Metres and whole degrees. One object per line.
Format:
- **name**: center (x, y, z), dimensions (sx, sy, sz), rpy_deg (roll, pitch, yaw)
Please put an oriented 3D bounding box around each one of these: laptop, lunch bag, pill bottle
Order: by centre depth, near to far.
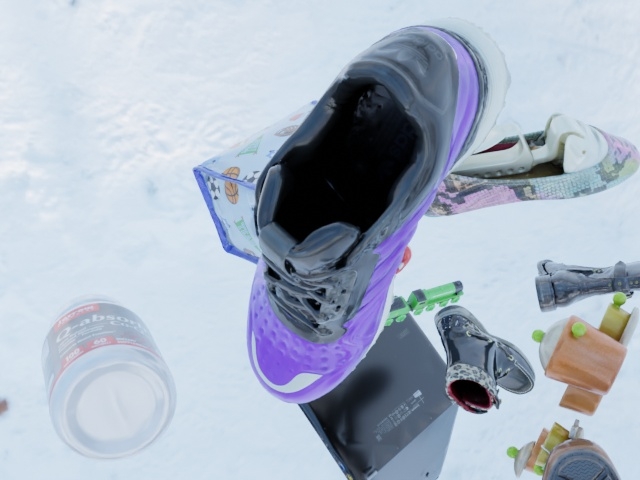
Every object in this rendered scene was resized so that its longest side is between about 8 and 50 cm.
- **lunch bag**: center (0.019, -0.084, 1.504), dimensions (0.386, 0.328, 0.238), rpy_deg (16, 135, 48)
- **pill bottle**: center (-0.401, 0.233, 1.521), dimensions (0.210, 0.363, 0.210), rpy_deg (-6, 106, -21)
- **laptop**: center (0.105, 0.401, 1.753), dimensions (0.407, 0.382, 0.236), rpy_deg (55, 137, 6)

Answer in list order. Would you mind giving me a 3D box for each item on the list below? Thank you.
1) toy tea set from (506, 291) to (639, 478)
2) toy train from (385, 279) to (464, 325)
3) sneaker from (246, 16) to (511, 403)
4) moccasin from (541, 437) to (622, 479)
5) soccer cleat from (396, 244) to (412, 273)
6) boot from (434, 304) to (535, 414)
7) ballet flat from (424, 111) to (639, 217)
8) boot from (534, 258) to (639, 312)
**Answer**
- **toy tea set**: center (0.348, 0.228, 1.225), dimensions (0.124, 0.200, 0.335), rpy_deg (25, 111, 19)
- **toy train**: center (0.082, 0.049, 0.670), dimensions (0.017, 0.083, 0.023), rpy_deg (60, 152, 28)
- **sneaker**: center (-0.001, -0.001, 0.513), dimensions (0.102, 0.146, 0.293), rpy_deg (33, 119, 16)
- **moccasin**: center (0.388, 0.428, 1.136), dimensions (0.139, 0.147, 0.380), rpy_deg (-18, 109, 21)
- **soccer cleat**: center (0.037, 0.019, 0.618), dimensions (0.083, 0.035, 0.029), rpy_deg (-35, 93, 36)
- **boot**: center (0.284, 0.235, 1.401), dimensions (0.236, 0.178, 0.085), rpy_deg (40, 119, -21)
- **ballet flat**: center (0.185, -0.074, 0.744), dimensions (0.222, 0.079, 0.076), rpy_deg (-10, 48, -1)
- **boot**: center (0.516, 0.074, 1.509), dimensions (0.229, 0.263, 0.091), rpy_deg (-11, 95, 18)
